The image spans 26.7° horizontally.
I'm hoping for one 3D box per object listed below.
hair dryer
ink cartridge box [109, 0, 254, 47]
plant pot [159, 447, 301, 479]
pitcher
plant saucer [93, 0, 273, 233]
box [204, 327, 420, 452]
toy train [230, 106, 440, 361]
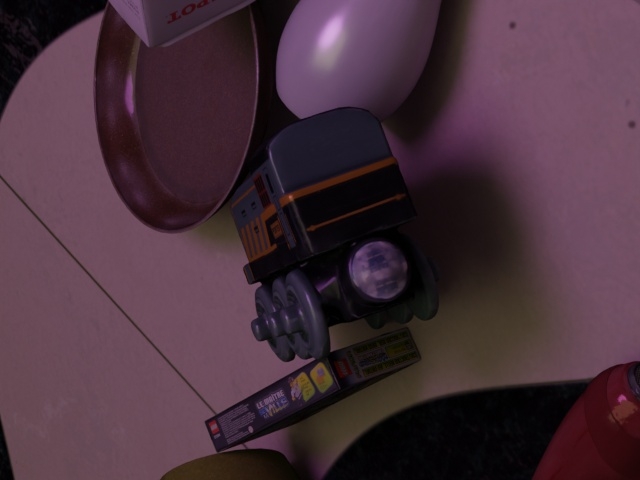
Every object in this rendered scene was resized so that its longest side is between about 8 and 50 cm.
[{"bbox_3d":[0.275,0.204,1.063,0.293,0.080,0.223,-4,98,46],"label":"hair dryer"},{"bbox_3d":[-0.104,-0.328,1.149,0.117,0.207,0.283,51,160,25],"label":"ink cartridge box"},{"bbox_3d":[-0.070,0.370,1.357,0.275,0.275,0.293,-38,56,44],"label":"plant pot"},{"bbox_3d":[0.034,-0.212,1.184,0.178,0.125,0.207,52,122,35],"label":"pitcher"},{"bbox_3d":[-0.138,-0.163,1.386,0.310,0.050,0.310,4,95,52],"label":"plant saucer"},{"bbox_3d":[-0.011,0.148,1.316,0.207,0.114,0.036,-34,76,45],"label":"box"},{"bbox_3d":[0.000,0.000,1.188,0.334,0.142,0.190,152,99,-77],"label":"toy train"}]
